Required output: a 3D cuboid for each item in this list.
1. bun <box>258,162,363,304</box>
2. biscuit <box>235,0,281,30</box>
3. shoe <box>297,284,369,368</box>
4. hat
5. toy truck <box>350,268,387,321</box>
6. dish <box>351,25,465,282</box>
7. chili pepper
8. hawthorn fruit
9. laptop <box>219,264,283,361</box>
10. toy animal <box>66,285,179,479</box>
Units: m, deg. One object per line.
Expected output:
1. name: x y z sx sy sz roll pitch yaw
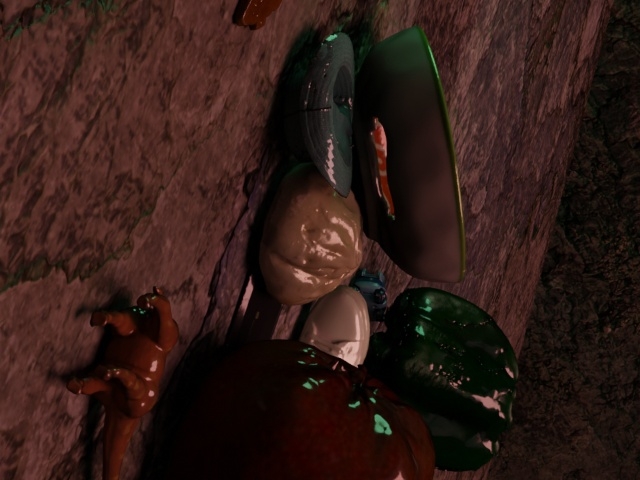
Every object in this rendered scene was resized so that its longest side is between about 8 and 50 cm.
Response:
1. bun: 0.000 0.000 1.748 0.183 0.102 0.183 13 90 -69
2. biscuit: -0.061 -0.254 1.463 0.082 0.016 0.092 -42 146 -49
3. shoe: -0.012 0.190 1.958 0.110 0.095 0.265 -11 121 -70
4. hat: -0.005 -0.143 1.665 0.138 0.078 0.191 37 53 -75
5. toy truck: 0.076 0.075 2.181 0.090 0.056 0.073 -69 163 -53
6. dish: 0.087 -0.095 1.811 0.324 0.124 0.324 170 -90 -89
7. chili pepper: 0.165 0.221 2.214 0.248 0.256 0.233 -55 -168 33
8. hawthorn fruit: -0.029 0.277 1.663 0.308 0.308 0.325 -3 106 -72
9. laptop: -0.087 0.125 1.785 0.135 0.016 0.197 8 101 -71
10. toy animal: -0.195 0.164 1.413 0.230 0.066 0.224 74 38 -70
